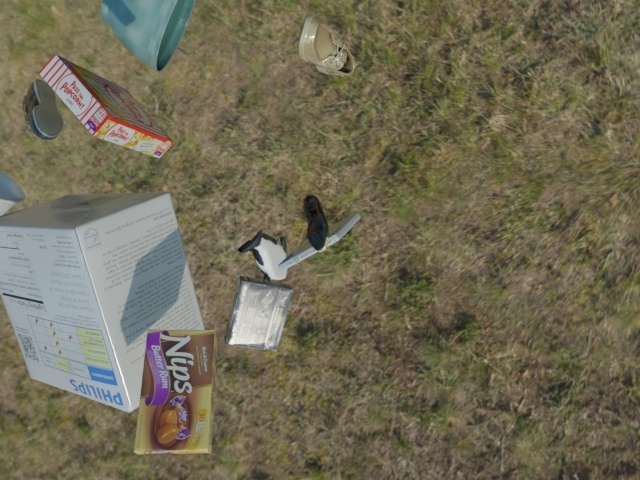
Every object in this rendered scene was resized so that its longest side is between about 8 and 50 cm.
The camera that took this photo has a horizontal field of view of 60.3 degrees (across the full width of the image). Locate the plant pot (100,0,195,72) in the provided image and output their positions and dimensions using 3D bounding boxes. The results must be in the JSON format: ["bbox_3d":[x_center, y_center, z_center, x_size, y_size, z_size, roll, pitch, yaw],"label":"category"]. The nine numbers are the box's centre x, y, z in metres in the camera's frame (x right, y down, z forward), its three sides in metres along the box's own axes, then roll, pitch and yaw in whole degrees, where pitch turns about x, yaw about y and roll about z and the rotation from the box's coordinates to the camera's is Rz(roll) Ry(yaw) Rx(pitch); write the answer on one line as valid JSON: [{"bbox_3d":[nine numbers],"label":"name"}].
[{"bbox_3d":[-0.502,-0.666,1.587,0.196,0.293,0.293,25,112,-12],"label":"plant pot"}]

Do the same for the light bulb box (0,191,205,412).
[{"bbox_3d":[-0.457,0.104,1.125,0.358,0.225,0.361,3,112,34],"label":"light bulb box"}]

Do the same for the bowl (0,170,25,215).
[{"bbox_3d":[-0.933,-0.131,1.402,0.298,0.298,0.134,37,95,21],"label":"bowl"}]

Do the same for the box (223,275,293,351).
[{"bbox_3d":[-0.209,0.248,1.858,0.056,0.183,0.231,-142,66,-68],"label":"box"}]

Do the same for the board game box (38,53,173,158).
[{"bbox_3d":[-0.353,-0.219,0.929,0.045,0.193,0.147,-44,80,8],"label":"board game box"}]

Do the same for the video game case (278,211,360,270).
[{"bbox_3d":[0.000,0.000,1.502,0.193,0.212,0.023,-29,97,26],"label":"video game case"}]

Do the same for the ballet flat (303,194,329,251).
[{"bbox_3d":[-0.004,-0.040,1.290,0.057,0.049,0.173,-29,46,19],"label":"ballet flat"}]

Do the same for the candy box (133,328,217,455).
[{"bbox_3d":[-0.221,0.234,0.860,0.109,0.053,0.186,1,63,-5],"label":"candy box"}]

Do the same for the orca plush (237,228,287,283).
[{"bbox_3d":[-0.185,0.044,1.619,0.102,0.287,0.151,13,85,19],"label":"orca plush"}]

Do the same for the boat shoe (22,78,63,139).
[{"bbox_3d":[-0.983,-0.439,1.935,0.095,0.112,0.335,-41,49,18],"label":"boat shoe"}]

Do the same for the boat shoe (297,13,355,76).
[{"bbox_3d":[0.023,-0.482,1.389,0.098,0.302,0.109,21,96,12],"label":"boat shoe"}]
